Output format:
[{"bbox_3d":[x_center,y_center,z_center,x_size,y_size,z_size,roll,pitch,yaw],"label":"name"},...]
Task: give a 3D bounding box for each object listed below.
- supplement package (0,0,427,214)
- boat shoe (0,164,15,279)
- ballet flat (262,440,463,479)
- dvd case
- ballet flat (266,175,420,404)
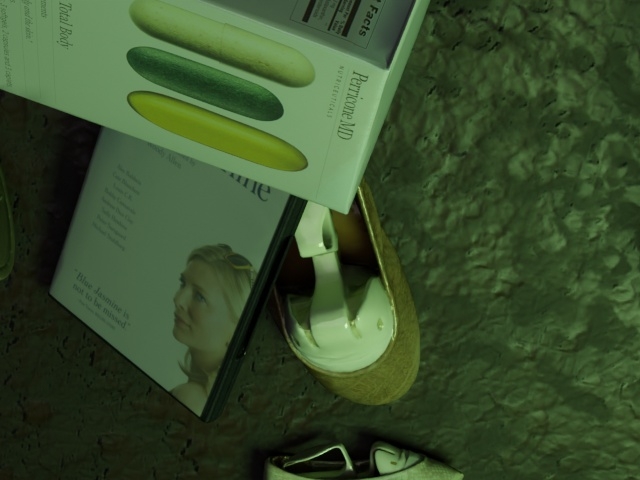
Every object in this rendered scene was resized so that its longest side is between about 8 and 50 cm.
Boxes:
[{"bbox_3d":[-0.061,-0.182,1.190,0.263,0.198,0.199,20,153,2],"label":"supplement package"},{"bbox_3d":[-0.332,-0.099,1.349,0.104,0.110,0.307,-20,101,13],"label":"boat shoe"},{"bbox_3d":[0.033,0.192,1.488,0.168,0.057,0.052,-7,103,4],"label":"ballet flat"},{"bbox_3d":[-0.108,-0.007,1.350,0.180,0.022,0.253,37,124,22],"label":"dvd case"},{"bbox_3d":[0.000,0.000,1.367,0.116,0.124,0.342,-11,113,6],"label":"ballet flat"}]
